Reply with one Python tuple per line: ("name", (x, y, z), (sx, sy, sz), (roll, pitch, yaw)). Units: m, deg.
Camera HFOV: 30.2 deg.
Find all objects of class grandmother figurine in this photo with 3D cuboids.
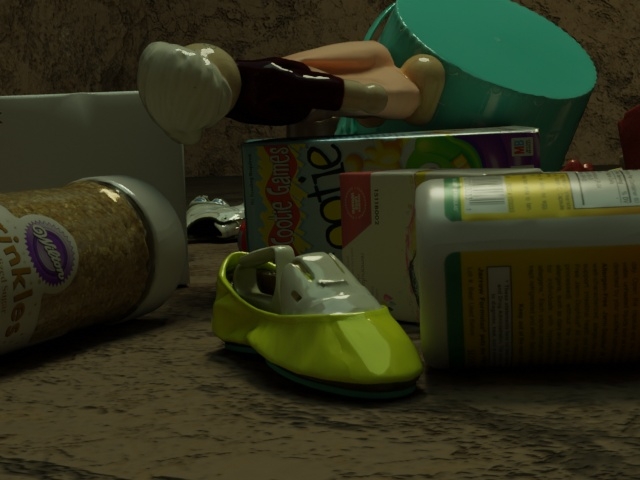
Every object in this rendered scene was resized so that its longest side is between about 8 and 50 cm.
("grandmother figurine", (-0.038, -0.144, 1.118), (0.207, 0.104, 0.342), (-8, -1, 39))

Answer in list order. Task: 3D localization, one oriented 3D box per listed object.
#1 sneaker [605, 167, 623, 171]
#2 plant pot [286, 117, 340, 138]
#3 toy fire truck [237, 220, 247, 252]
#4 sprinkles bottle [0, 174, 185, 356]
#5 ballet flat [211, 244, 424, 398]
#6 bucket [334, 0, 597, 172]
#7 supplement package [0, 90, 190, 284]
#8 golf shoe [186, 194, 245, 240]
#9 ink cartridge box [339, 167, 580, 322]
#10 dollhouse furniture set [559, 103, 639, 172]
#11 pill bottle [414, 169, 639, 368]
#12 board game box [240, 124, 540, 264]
("sneaker", (0.463, -0.077, 1.703), (0.208, 0.082, 0.094), (0, 4, 33))
("plant pot", (0.022, -0.080, 1.541), (0.166, 0.165, 0.167), (-3, 6, 0))
("toy fire truck", (0.000, 0.000, 1.336), (0.192, 0.047, 0.135), (-4, 7, 0))
("sprinkles bottle", (-0.235, 0.025, 0.836), (0.121, 0.121, 0.355), (0, 7, 25))
("ballet flat", (-0.014, 0.043, 0.746), (0.077, 0.077, 0.231), (-5, 6, -26))
("bucket", (0.166, -0.155, 1.346), (0.281, 0.183, 0.281), (15, 35, -11))
("supplement package", (-0.256, -0.056, 1.273), (0.199, 0.198, 0.262), (-4, 5, -13))
("golf shoe", (-0.108, -0.021, 1.637), (0.176, 0.069, 0.086), (-5, 25, 16))
("ink cartridge box", (0.102, 0.003, 0.888), (0.067, 0.115, 0.198), (-6, 6, -40))
("dollhouse furniture set", (0.391, -0.050, 1.349), (0.201, 0.152, 0.374), (-6, -11, -22))
("pill bottle", (0.164, 0.017, 0.714), (0.208, 0.118, 0.117), (-3, 6, 6))
("board game box", (0.067, -0.034, 1.157), (0.275, 0.142, 0.144), (-3, 7, 0))
